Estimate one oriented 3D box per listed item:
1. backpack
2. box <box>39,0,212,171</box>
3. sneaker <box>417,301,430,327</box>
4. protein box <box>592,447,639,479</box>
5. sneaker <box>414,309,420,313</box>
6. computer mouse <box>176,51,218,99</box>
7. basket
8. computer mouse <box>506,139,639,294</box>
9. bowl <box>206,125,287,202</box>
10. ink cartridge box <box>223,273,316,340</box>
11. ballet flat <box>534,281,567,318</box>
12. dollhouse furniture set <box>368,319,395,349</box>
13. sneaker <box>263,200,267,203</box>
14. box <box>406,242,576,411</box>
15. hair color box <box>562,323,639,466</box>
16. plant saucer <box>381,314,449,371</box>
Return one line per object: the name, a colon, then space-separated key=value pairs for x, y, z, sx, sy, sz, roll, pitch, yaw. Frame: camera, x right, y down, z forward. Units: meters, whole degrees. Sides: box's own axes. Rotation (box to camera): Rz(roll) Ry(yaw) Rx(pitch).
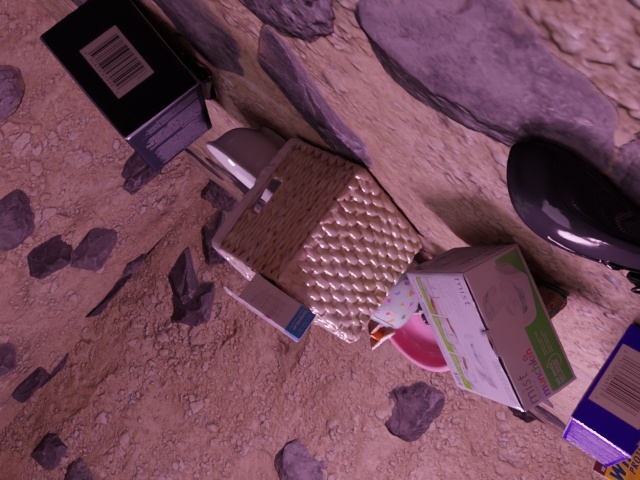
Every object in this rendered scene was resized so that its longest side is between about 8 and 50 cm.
backpack: x=0.173 y=0.115 z=1.491 sx=0.166 sy=0.188 sz=0.144 roll=32 pitch=180 yaw=-39
box: x=-0.449 y=-0.374 z=1.466 sx=0.293 sy=0.212 sz=0.395 roll=50 pitch=173 yaw=-2
sneaker: x=0.411 y=0.194 z=1.474 sx=0.410 sy=0.158 sz=0.182 roll=38 pitch=-155 yaw=-15
protein box: x=0.783 y=0.528 z=1.350 sx=0.199 sy=0.136 sz=0.201 roll=25 pitch=175 yaw=-10
sneaker: x=0.237 y=0.150 z=1.572 sx=0.134 sy=0.070 sz=0.051 roll=30 pitch=139 yaw=41
computer mouse: x=-0.301 y=-0.393 z=1.484 sx=0.106 sy=0.042 sz=0.193 roll=36 pitch=173 yaw=8
basket: x=0.000 y=0.000 z=1.354 sx=0.266 sy=0.328 sz=0.331 roll=24 pitch=164 yaw=48
computer mouse: x=0.315 y=-0.008 z=0.676 sx=0.272 sy=0.072 sz=0.188 roll=38 pitch=174 yaw=3
bowl: x=-0.138 y=-0.197 z=1.532 sx=0.298 sy=0.134 sz=0.298 roll=39 pitch=174 yaw=5
ink cartridge box: x=-0.101 y=0.125 z=1.186 sx=0.181 sy=0.062 sz=0.104 roll=34 pitch=167 yaw=3
ballet flat: x=0.374 y=0.104 z=1.130 sx=0.073 sy=0.067 sz=0.206 roll=39 pitch=174 yaw=-17
dollhouse furniture set: x=0.057 y=0.163 z=1.671 sx=0.262 sy=0.135 sz=0.259 roll=33 pitch=-151 yaw=-26
sneaker: x=-0.141 y=-0.174 z=1.744 sx=0.109 sy=0.130 sz=0.286 roll=41 pitch=174 yaw=-37
box: x=0.299 y=0.150 z=1.090 sx=0.262 sy=0.126 sz=0.231 roll=65 pitch=164 yaw=-3
hair color box: x=0.527 y=0.287 z=1.051 sx=0.110 sy=0.185 sz=0.339 roll=33 pitch=172 yaw=27
plant saucer: x=0.291 y=0.209 z=1.686 sx=0.332 sy=0.084 sz=0.332 roll=34 pitch=139 yaw=36
